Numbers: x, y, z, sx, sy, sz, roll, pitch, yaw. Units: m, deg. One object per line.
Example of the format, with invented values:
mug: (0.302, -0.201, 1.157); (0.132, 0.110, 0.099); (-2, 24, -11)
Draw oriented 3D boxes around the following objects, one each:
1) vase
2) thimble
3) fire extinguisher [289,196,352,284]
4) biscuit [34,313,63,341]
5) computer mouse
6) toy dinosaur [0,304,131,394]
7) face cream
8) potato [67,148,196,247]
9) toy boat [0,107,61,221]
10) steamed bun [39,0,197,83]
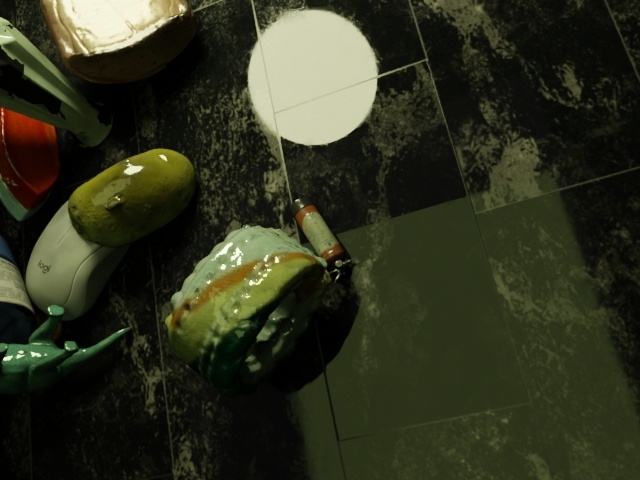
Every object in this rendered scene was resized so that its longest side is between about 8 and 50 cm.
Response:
vase: (-0.596, -0.315, 1.148); (0.164, 0.360, 0.165); (-5, 75, 17)
thimble: (-0.118, 0.114, 0.947); (0.167, 0.254, 0.288); (34, 76, 20)
fire extinguisher: (0.000, 0.000, 1.044); (0.062, 0.050, 0.177); (-28, 68, -11)
biscuit: (-0.605, 0.197, 1.209); (0.091, 0.015, 0.078); (-36, 67, 6)
computer mouse: (-0.524, 0.021, 1.173); (0.184, 0.121, 0.297); (29, 88, 23)
toy dinosaur: (-0.618, 0.290, 1.124); (0.331, 0.383, 0.129); (-62, 37, 30)
face cream: (-0.749, 0.126, 1.141); (0.249, 0.249, 0.225); (-40, 63, 5)
potato: (-0.381, -0.102, 1.115); (0.271, 0.111, 0.160); (-30, 74, -17)
toy boat: (-0.700, -0.200, 1.279); (0.133, 0.145, 0.332); (-32, 65, 32)
steamed bun: (-0.442, -0.477, 1.231); (0.301, 0.199, 0.252); (-30, 82, -14)
